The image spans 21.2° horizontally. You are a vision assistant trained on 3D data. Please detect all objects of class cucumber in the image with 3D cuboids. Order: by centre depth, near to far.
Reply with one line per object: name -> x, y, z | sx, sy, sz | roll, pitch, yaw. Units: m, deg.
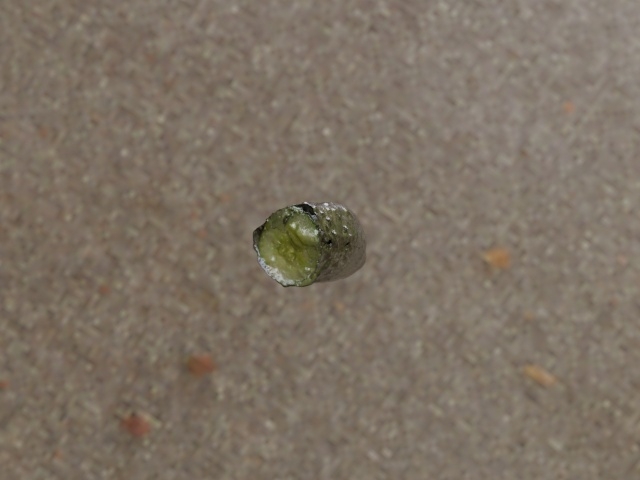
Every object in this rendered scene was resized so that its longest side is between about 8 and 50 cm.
cucumber -> 0.002, -0.001, 0.687 | 0.033, 0.034, 0.135 | 58, 12, 4
